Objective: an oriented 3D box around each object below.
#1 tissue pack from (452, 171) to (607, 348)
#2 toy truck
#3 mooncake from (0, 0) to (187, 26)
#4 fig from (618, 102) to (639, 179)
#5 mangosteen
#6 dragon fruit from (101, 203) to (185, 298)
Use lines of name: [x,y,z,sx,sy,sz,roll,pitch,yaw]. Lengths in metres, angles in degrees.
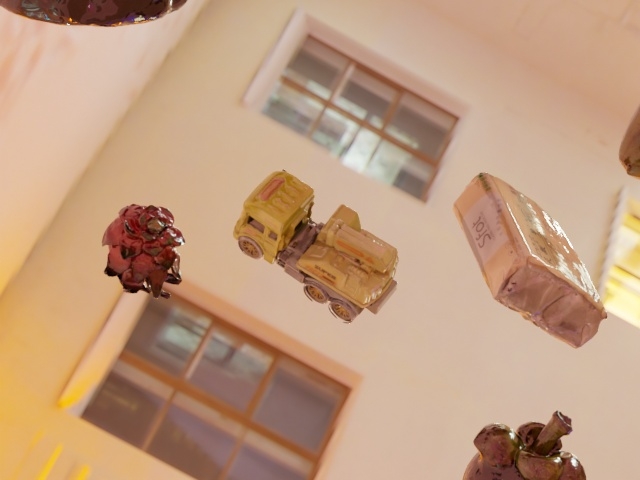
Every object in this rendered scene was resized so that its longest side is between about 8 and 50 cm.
tissue pack: [0.285,0.026,1.792,0.090,0.186,0.222,-45,-146,22]
toy truck: [0.000,0.000,2.062,0.124,0.272,0.157,-48,165,-31]
mooncake: [-0.288,-0.370,1.592,0.283,0.283,0.141,-67,168,-58]
fig: [0.534,-0.153,1.995,0.166,0.154,0.144,-37,-149,12]
mangosteen: [0.264,0.319,1.734,0.172,0.184,0.172,-16,-167,4]
dragon fruit: [-0.270,0.014,2.011,0.121,0.130,0.142,79,28,-87]
